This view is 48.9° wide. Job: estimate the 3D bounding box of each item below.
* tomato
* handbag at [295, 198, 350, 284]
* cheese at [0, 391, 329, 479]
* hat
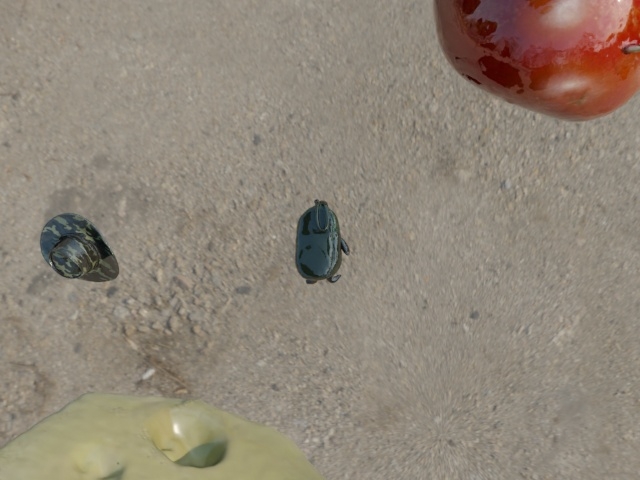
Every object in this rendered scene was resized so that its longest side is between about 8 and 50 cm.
[{"bbox_3d":[0.156,-0.163,0.479,0.151,0.187,0.187,-4,74,20],"label":"tomato"},{"bbox_3d":[0.000,0.000,0.910,0.072,0.047,0.111,-3,84,15],"label":"handbag"},{"bbox_3d":[-0.126,0.252,0.592,0.318,0.326,0.115,43,120,52],"label":"cheese"},{"bbox_3d":[-0.336,0.024,0.963,0.121,0.121,0.050,9,32,12],"label":"hat"}]
